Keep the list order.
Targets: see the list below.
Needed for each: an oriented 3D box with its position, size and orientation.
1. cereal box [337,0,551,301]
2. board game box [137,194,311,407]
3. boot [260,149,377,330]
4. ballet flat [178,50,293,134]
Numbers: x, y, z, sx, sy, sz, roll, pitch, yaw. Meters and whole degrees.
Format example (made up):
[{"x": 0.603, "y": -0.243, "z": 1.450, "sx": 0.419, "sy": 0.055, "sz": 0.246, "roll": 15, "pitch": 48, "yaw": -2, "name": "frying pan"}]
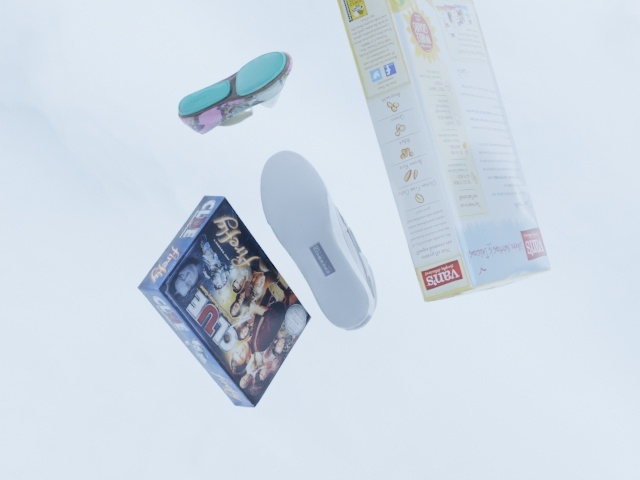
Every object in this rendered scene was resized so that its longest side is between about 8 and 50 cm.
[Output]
[{"x": 0.097, "y": -0.079, "z": 0.949, "sx": 0.047, "sy": 0.173, "sz": 0.240, "roll": -18, "pitch": 84, "yaw": 28, "name": "cereal box"}, {"x": -0.120, "y": 0.083, "z": 1.662, "sx": 0.042, "sy": 0.243, "sz": 0.165, "roll": 3, "pitch": 49, "yaw": 42, "name": "board game box"}, {"x": 0.000, "y": 0.000, "z": 1.711, "sx": 0.095, "sy": 0.123, "sz": 0.258, "roll": -23, "pitch": 89, "yaw": 9, "name": "boot"}, {"x": -0.118, "y": -0.223, "z": 1.933, "sx": 0.221, "sy": 0.079, "sz": 0.077, "roll": -23, "pitch": 48, "yaw": 28, "name": "ballet flat"}]
